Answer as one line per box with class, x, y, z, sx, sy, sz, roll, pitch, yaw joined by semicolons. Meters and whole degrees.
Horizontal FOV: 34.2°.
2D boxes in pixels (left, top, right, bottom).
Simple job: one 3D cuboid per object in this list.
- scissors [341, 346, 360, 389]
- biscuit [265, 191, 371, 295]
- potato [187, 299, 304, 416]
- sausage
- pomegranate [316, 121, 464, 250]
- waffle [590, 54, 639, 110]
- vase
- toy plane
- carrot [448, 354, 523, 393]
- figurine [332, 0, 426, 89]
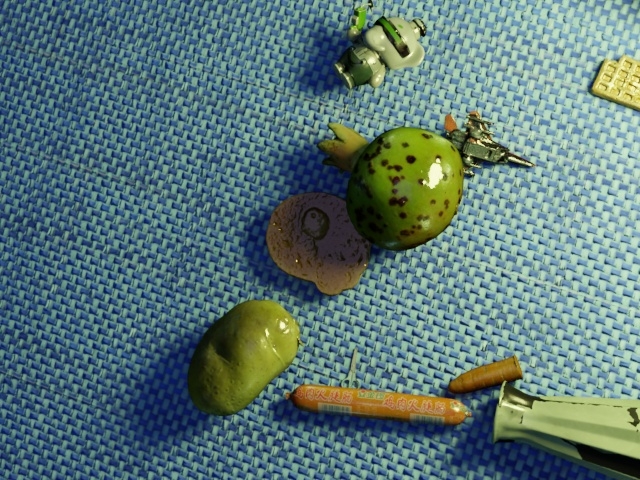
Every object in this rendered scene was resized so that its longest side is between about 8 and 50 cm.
scissors;0.061;0.243;1.963;0.036;0.006;0.083;7;84;12
biscuit;0.000;0.000;1.983;0.208;0.049;0.181;24;87;11
potato;-0.147;0.217;1.937;0.248;0.143;0.169;-50;40;5
sausage;0.104;0.304;1.923;0.348;0.053;0.053;4;84;10
pomegranate;0.122;-0.095;1.903;0.286;0.231;0.230;7;83;33
waffle;0.581;-0.293;1.935;0.135;0.021;0.092;24;89;11
vase;0.486;0.337;1.808;0.360;0.165;0.165;10;85;14
toy plane;0.311;-0.167;1.944;0.189;0.061;0.130;21;110;9
carrot;0.298;0.250;1.900;0.139;0.048;0.048;-18;80;8
figurine;0.116;-0.365;1.978;0.192;0.126;0.147;-33;59;-8
